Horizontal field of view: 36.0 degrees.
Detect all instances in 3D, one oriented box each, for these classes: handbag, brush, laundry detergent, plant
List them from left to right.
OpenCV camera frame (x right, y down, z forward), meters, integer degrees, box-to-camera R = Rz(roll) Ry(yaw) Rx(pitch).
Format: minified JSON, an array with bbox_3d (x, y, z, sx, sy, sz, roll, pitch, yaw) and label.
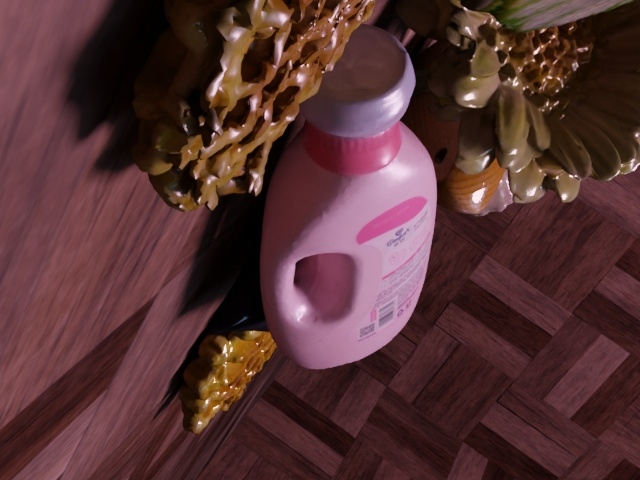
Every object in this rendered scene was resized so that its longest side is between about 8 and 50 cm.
[{"bbox_3d":[0.000,0.000,0.963,0.211,0.088,0.254,-62,157,6],"label":"handbag"},{"bbox_3d":[0.021,-0.020,0.759,0.159,0.088,0.335,-29,150,-17],"label":"laundry detergent"},{"bbox_3d":[0.180,-0.105,1.131,0.174,0.166,0.267,-32,-146,31],"label":"brush"},{"bbox_3d":[0.205,-0.160,0.924,0.306,0.261,0.297,-36,163,-33],"label":"plant"}]

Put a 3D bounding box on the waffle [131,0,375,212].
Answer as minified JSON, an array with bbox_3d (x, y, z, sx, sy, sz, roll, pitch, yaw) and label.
[{"bbox_3d":[-0.005,-0.120,0.463,0.245,0.052,0.254,-56,176,-2],"label":"waffle"}]

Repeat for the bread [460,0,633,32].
[{"bbox_3d":[0.263,-0.266,0.644,0.382,0.129,0.366,-19,178,-15],"label":"bread"}]

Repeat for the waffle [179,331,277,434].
[{"bbox_3d":[-0.073,0.092,1.174,0.309,0.065,0.283,-52,172,-8],"label":"waffle"}]
